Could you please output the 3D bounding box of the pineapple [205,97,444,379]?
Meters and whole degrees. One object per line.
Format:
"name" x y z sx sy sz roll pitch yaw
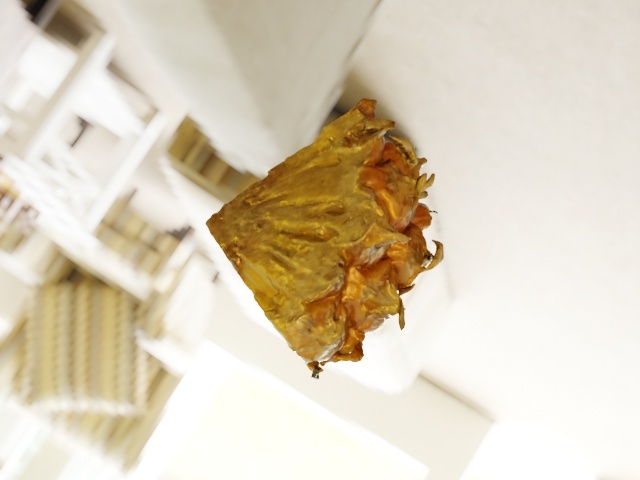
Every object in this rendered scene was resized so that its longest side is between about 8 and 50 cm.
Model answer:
"pineapple" 0.000 0.000 1.506 0.186 0.236 0.114 4 142 35
